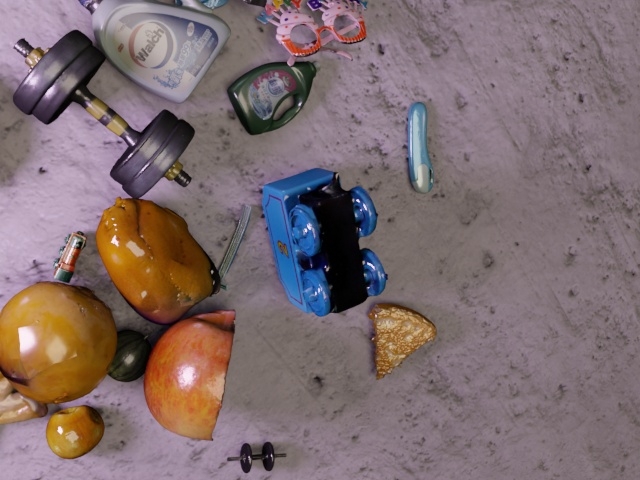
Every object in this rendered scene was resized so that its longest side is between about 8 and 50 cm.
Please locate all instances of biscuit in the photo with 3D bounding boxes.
[{"bbox_3d":[-0.675,0.341,1.373,0.208,0.047,0.164,-32,111,-15],"label":"biscuit"}]

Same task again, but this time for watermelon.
[{"bbox_3d":[-0.396,0.232,1.440,0.133,0.105,0.105,-47,115,2],"label":"watermelon"}]

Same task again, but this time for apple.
[{"bbox_3d":[-0.274,0.262,1.420,0.163,0.293,0.251,11,94,-9],"label":"apple"},{"bbox_3d":[-0.509,0.394,1.430,0.114,0.099,0.102,-22,107,-15],"label":"apple"}]

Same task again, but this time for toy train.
[{"bbox_3d":[0.000,0.000,1.482,0.188,0.265,0.300,-20,113,-24],"label":"toy train"},{"bbox_3d":[-0.500,0.031,1.376,0.044,0.064,0.103,25,90,-25],"label":"toy train"}]

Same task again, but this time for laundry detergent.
[{"bbox_3d":[-0.336,-0.419,1.331,0.280,0.105,0.215,35,93,-24],"label":"laundry detergent"},{"bbox_3d":[-0.087,-0.322,1.489,0.211,0.063,0.137,-32,112,-17],"label":"laundry detergent"}]

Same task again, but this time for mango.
[{"bbox_3d":[-0.337,0.040,1.391,0.152,0.201,0.287,-19,114,26],"label":"mango"}]

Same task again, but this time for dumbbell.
[{"bbox_3d":[-0.398,-0.230,1.284,0.388,0.185,0.185,41,83,-19],"label":"dumbbell"},{"bbox_3d":[-0.150,0.513,1.632,0.147,0.069,0.069,5,99,-25],"label":"dumbbell"}]

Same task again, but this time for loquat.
[{"bbox_3d":[-0.505,0.190,1.315,0.235,0.235,0.235,-5,103,-23],"label":"loquat"}]

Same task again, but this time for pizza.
[{"bbox_3d":[0.181,0.257,1.735,0.188,0.062,0.199,26,96,-14],"label":"pizza"}]

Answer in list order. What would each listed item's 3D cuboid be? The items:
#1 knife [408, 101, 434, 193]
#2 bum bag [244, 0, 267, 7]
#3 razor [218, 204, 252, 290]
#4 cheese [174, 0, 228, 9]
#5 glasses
[{"bbox_3d":[0.241,-0.223,1.674,0.064,0.031,0.222,-9,101,-18],"label":"knife"},{"bbox_3d":[-0.175,-0.621,1.366,0.142,0.080,0.326,-47,119,-49],"label":"bum bag"},{"bbox_3d":[-0.194,0.012,1.526,0.068,0.037,0.191,22,87,15],"label":"razor"},{"bbox_3d":[-0.273,-0.569,1.356,0.135,0.052,0.245,-27,119,-15],"label":"cheese"},{"bbox_3d":[-0.006,-0.464,1.492,0.255,0.095,0.162,-18,78,-20],"label":"glasses"}]
